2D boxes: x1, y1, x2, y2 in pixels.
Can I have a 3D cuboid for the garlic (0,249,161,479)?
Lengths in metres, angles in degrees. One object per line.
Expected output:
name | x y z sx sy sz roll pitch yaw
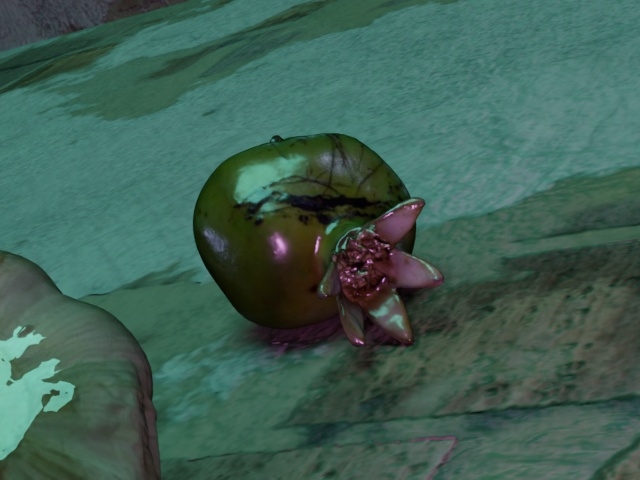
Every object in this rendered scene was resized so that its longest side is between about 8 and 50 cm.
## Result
garlic | -0.179 0.130 0.746 0.218 0.218 0.212 -24 -22 -13

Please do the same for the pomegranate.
pomegranate | 0.000 0.000 0.936 0.152 0.131 0.191 -21 25 -13
